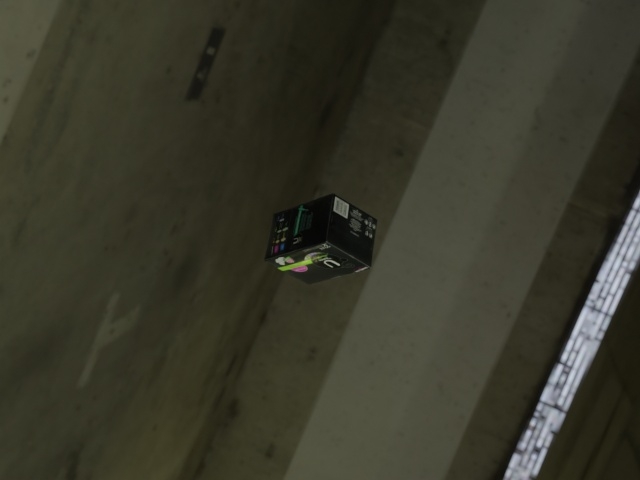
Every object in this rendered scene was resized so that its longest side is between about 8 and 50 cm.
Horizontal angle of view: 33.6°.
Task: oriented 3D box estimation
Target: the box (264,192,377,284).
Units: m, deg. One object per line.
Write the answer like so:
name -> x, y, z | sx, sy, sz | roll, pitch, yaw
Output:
box -> 0.000, 0.000, 0.975 | 0.083, 0.062, 0.052 | -18, -127, 43
